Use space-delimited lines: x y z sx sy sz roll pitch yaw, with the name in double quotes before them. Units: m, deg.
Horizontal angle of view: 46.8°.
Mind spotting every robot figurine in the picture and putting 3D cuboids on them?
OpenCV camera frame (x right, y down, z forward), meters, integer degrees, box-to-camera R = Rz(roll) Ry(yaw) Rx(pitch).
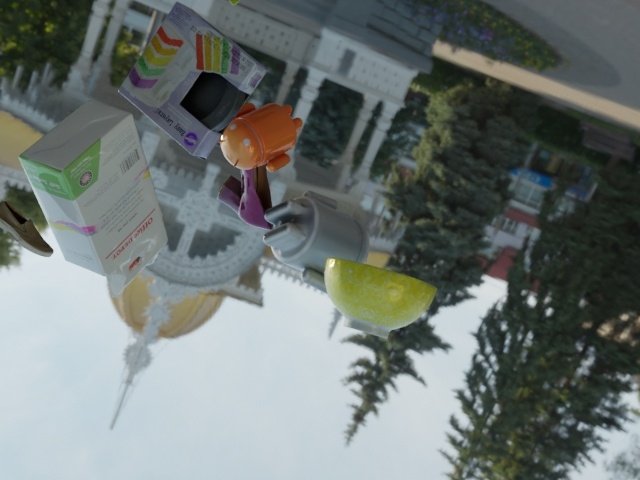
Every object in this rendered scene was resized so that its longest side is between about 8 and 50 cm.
"robot figurine" -0.144 -0.244 1.750 0.219 0.158 0.128 -31 -154 -32
"robot figurine" 0.000 0.000 2.107 0.200 0.300 0.353 -18 148 41

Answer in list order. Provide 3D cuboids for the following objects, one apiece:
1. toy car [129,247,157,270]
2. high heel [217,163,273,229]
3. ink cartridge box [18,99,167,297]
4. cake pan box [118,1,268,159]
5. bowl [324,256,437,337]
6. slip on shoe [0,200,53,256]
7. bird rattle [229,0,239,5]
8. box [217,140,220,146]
"toy car" -0.553 0.027 2.070 0.159 0.136 0.182 26 159 3
"high heel" -0.145 -0.185 2.012 0.181 0.377 0.127 33 -130 -1
"ink cartridge box" -0.446 -0.076 1.507 0.119 0.353 0.207 18 -131 22
"cake pan box" -0.278 -0.345 1.614 0.267 0.245 0.070 42 -167 17
"bowl" 0.134 0.155 1.851 0.289 0.156 0.289 15 173 2
"slip on shoe" -0.557 -0.021 1.395 0.135 0.041 0.051 40 -171 -8
"bird rattle" -0.173 -0.741 1.963 0.253 0.143 0.207 -5 141 43
"box" -0.348 -0.429 2.159 0.184 0.103 0.261 15 -128 -53
